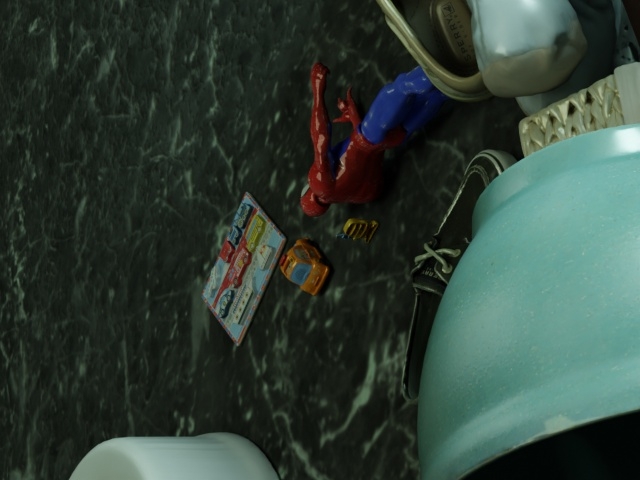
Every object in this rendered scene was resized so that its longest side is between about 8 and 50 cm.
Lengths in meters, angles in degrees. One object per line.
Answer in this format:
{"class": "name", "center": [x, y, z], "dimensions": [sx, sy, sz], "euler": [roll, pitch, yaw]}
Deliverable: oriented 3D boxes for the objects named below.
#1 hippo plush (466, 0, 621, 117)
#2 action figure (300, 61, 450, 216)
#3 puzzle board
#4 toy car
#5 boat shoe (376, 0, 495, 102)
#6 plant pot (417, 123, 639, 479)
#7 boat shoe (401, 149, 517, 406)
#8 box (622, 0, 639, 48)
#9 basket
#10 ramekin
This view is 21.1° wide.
{"class": "hippo plush", "center": [0.219, -0.243, 1.234], "dimensions": [0.236, 0.234, 0.294], "euler": [-19, 88, 21]}
{"class": "action figure", "center": [0.052, -0.134, 1.516], "dimensions": [0.280, 0.091, 0.139], "euler": [-48, 51, 37]}
{"class": "puzzle board", "center": [-0.080, 0.028, 1.740], "dimensions": [0.096, 0.011, 0.128], "euler": [50, 123, 49]}
{"class": "toy car", "center": [0.000, 0.000, 1.601], "dimensions": [0.122, 0.040, 0.060], "euler": [-49, 44, 38]}
{"class": "boat shoe", "center": [0.060, -0.246, 1.330], "dimensions": [0.109, 0.098, 0.302], "euler": [-28, 84, 13]}
{"class": "plant pot", "center": [0.187, 0.055, 0.996], "dimensions": [0.293, 0.293, 0.196], "euler": [-39, 50, 45]}
{"class": "boat shoe", "center": [0.114, 0.031, 1.397], "dimensions": [0.078, 0.070, 0.219], "euler": [8, 88, 56]}
{"class": "box", "center": [0.299, -0.142, 1.027], "dimensions": [0.168, 0.167, 0.203], "euler": [-34, 43, -1]}
{"class": "basket", "center": [0.213, -0.019, 1.198], "dimensions": [0.103, 0.113, 0.167], "euler": [-21, 62, 25]}
{"class": "ramekin", "center": [-0.156, 0.319, 1.665], "dimensions": [0.277, 0.135, 0.277], "euler": [-20, 66, 53]}
